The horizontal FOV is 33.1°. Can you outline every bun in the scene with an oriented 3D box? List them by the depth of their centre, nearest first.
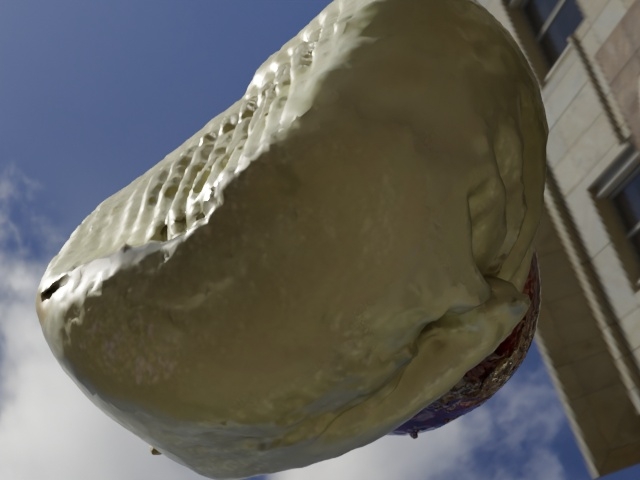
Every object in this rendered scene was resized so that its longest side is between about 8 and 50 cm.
[{"bbox_3d":[0.000,0.000,0.449,0.145,0.229,0.229,46,-115,-11],"label":"bun"}]

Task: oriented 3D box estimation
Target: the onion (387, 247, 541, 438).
[{"bbox_3d":[0.055,0.043,0.948,0.276,0.276,0.276,4,-114,-9],"label":"onion"}]
